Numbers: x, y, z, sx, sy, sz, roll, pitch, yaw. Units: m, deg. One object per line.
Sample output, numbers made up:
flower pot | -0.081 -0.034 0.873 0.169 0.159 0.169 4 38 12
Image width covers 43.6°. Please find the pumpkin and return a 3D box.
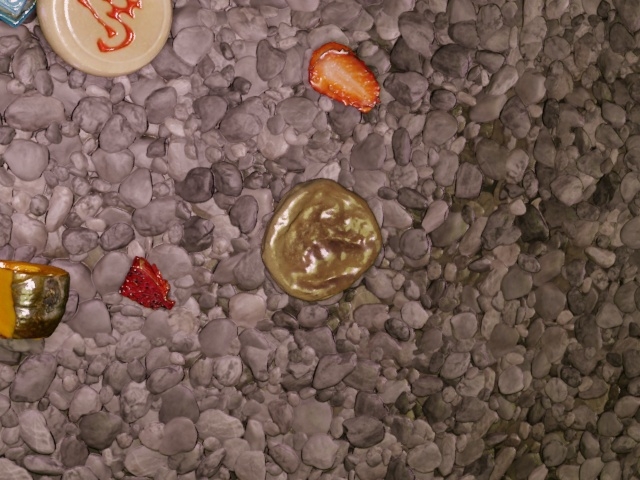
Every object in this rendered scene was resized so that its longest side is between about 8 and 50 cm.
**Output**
pumpkin | -0.650 0.107 1.597 0.280 0.190 0.139 9 96 -17

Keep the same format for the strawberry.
strawberry | 0.051 -0.367 1.810 0.188 0.082 0.121 37 106 -28

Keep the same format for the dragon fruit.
dragon fruit | -0.369 0.093 1.764 0.131 0.063 0.097 31 121 -19

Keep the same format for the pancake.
pancake | 0.000 0.000 1.856 0.294 0.049 0.295 -2 97 -16

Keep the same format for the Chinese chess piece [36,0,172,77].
Chinese chess piece | -0.428 -0.462 1.593 0.273 0.102 0.273 -11 111 -31

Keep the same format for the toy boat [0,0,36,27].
toy boat | -0.573 -0.541 1.575 0.109 0.098 0.238 32 88 -22
